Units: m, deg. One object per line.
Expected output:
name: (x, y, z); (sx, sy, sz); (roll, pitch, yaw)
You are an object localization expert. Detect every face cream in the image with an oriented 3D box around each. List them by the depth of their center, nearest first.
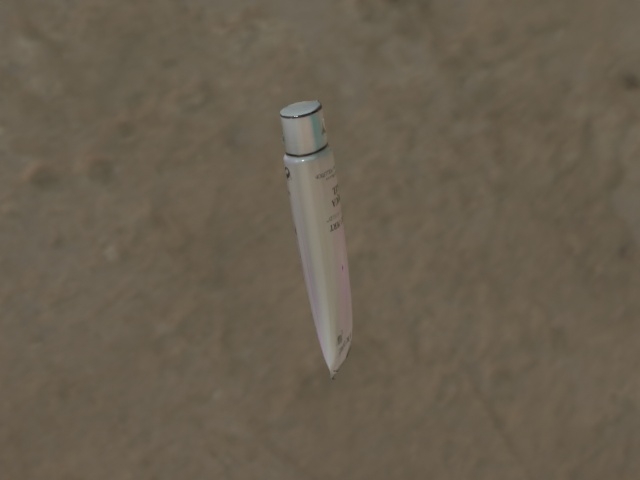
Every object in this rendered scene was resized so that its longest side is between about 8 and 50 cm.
face cream: (0.000, 0.000, 0.713); (0.020, 0.038, 0.115); (-4, 107, 14)
